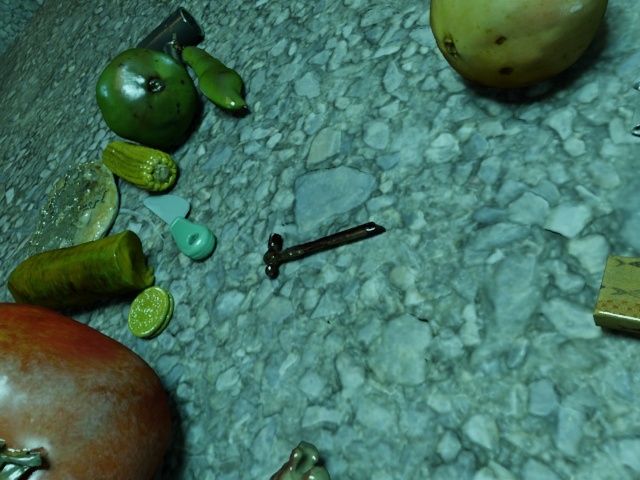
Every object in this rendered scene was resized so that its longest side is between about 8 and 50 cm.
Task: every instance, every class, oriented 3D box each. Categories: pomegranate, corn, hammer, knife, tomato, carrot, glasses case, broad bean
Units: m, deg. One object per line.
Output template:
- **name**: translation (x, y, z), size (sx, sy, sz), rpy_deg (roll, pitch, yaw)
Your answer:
- **pomegranate**: translation (-0.342, -0.266, 0.934), size (0.225, 0.187, 0.186), rpy_deg (-17, 51, 60)
- **corn**: translation (-0.361, -0.149, 0.927), size (0.231, 0.080, 0.080), rpy_deg (21, 77, 40)
- **pomegranate**: translation (0.216, -0.268, 0.531), size (0.192, 0.191, 0.191), rpy_deg (-17, 56, 26)
- **hammer**: translation (0.000, 0.000, 0.629), size (0.179, 0.021, 0.065), rpy_deg (-17, 55, 25)
- **knife**: translation (-0.249, -0.042, 0.822), size (0.063, 0.034, 0.260), rpy_deg (-49, 44, -5)
- **tomato**: translation (-0.346, 0.227, 0.535), size (0.290, 0.326, 0.292), rpy_deg (134, 155, -75)
- **carrot**: translation (-0.413, 0.057, 0.821), size (0.302, 0.114, 0.113), rpy_deg (-12, 58, 26)
- **glasses case**: translation (0.313, 0.057, 0.368), size (0.170, 0.041, 0.064), rpy_deg (8, 58, 38)
- **broad bean**: translation (-0.219, -0.328, 0.937), size (0.325, 0.075, 0.067), rpy_deg (47, 124, 39)

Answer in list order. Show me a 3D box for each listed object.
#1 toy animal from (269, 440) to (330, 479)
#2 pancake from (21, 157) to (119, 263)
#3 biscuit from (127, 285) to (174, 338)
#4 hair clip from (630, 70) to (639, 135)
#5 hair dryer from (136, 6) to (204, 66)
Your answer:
- **toy animal**: translation (-0.006, 0.338, 0.401), size (0.158, 0.097, 0.311), rpy_deg (-18, 57, 40)
- **pancake**: translation (-0.525, -0.044, 0.998), size (0.283, 0.049, 0.282), rpy_deg (-16, 57, 27)
- **biscuit**: translation (-0.266, 0.112, 0.745), size (0.084, 0.023, 0.083), rpy_deg (-15, 58, 25)
- **hair clip**: translation (0.398, -0.129, 0.406), size (0.219, 0.071, 0.158), rpy_deg (22, 76, 36)
- **hair dryer**: translation (-0.344, -0.381, 1.064), size (0.196, 0.078, 0.248), rpy_deg (-31, 56, 18)
